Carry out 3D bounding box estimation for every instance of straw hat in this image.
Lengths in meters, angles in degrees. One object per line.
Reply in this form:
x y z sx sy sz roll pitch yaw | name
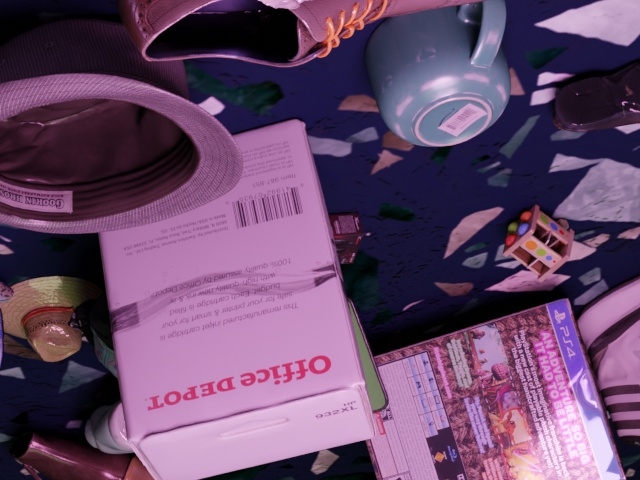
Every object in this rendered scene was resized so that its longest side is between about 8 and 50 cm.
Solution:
-0.300 0.102 1.729 0.144 0.061 0.144 -9 149 -6 | straw hat

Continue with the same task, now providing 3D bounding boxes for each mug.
0.113 -0.156 1.433 0.129 0.097 0.158 -12 149 -1 | mug

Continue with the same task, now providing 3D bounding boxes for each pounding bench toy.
0.251 -0.008 1.771 0.065 0.083 0.052 36 129 -12 | pounding bench toy

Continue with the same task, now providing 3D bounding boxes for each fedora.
-0.206 -0.113 1.358 0.275 0.124 0.244 -18 147 24 | fedora

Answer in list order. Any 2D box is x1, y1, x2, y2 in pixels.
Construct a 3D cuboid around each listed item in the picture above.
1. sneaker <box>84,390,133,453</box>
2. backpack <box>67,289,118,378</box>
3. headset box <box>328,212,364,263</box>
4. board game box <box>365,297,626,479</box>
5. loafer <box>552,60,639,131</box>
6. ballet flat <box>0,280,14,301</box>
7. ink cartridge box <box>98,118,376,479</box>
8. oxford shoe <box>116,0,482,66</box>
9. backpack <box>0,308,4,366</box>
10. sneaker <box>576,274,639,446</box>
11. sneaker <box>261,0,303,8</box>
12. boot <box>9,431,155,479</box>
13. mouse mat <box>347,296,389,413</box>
-0.174 0.207 1.939 0.256 0.094 0.151 -10 175 -32 | sneaker
-0.191 0.099 1.687 0.152 0.115 0.182 -35 165 -22 | backpack
0.000 0.000 1.704 0.083 0.032 0.062 -4 148 -17 | headset box
0.206 0.222 1.916 0.291 0.232 0.141 -17 175 8 | board game box
0.319 -0.147 1.575 0.170 0.062 0.061 -8 171 -2 | loafer
-0.380 0.044 1.632 0.114 0.041 0.041 2 146 -26 | ballet flat
-0.087 0.060 1.504 0.223 0.307 0.129 -14 148 2 | ink cartridge box
0.009 -0.203 1.285 0.363 0.133 0.130 -7 148 -11 | oxford shoe
-0.397 0.126 1.689 0.084 0.105 0.114 8 141 -30 | backpack
0.522 0.116 1.868 0.169 0.257 0.447 14 139 -37 | sneaker
0.018 -0.309 1.148 0.293 0.146 0.102 -43 130 -8 | sneaker
-0.309 0.299 2.030 0.207 0.090 0.248 24 165 -13 | boot
-0.027 0.162 1.869 0.189 0.153 0.007 -19 -173 11 | mouse mat
